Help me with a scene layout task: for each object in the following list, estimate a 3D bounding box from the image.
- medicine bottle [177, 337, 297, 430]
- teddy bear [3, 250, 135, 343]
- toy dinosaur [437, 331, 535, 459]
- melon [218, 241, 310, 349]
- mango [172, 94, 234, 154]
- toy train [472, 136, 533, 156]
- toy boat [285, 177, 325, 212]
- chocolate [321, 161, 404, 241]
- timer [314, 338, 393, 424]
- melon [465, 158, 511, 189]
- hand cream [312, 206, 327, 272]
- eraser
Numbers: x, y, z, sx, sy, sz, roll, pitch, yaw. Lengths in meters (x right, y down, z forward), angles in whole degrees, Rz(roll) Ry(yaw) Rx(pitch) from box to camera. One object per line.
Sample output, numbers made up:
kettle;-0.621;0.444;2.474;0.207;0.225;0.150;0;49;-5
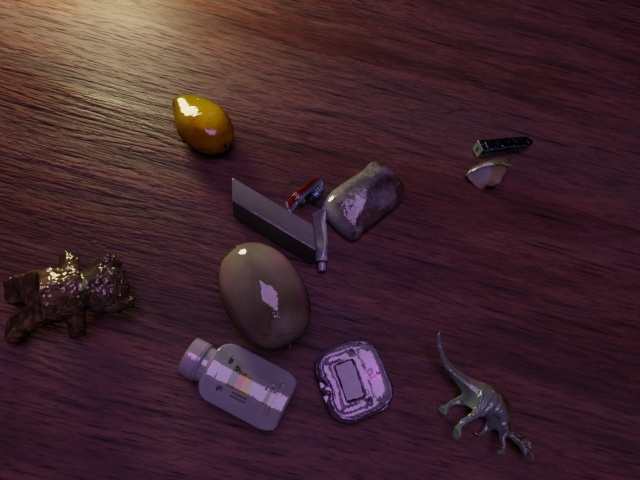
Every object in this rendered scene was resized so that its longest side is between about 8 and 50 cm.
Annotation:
medicine bottle;-0.220;0.370;1.148;0.296;0.111;0.161;27;64;6
teddy bear;-0.686;0.149;1.182;0.296;0.222;0.246;-25;71;29
toy dinosaur;0.418;0.444;1.211;0.205;0.092;0.393;-20;68;-16
melon;-0.153;0.151;1.198;0.223;0.223;0.317;-24;70;-18
mango;-0.408;-0.403;1.493;0.176;0.119;0.317;-32;64;-18
toy train;0.697;-0.357;1.653;0.234;0.051;0.052;-8;66;-15
toy boat;-0.051;-0.142;1.438;0.059;0.069;0.173;48;61;1
chocolate;0.149;-0.147;1.457;0.303;0.100;0.185;-41;79;-19
timer;0.093;0.388;1.206;0.191;0.069;0.208;-18;70;-13
melon;0.637;-0.252;1.565;0.202;0.139;0.093;-22;92;-19
hand cream;-0.002;0.000;1.392;0.052;0.038;0.216;-8;66;13
eraser;-0.149;-0.060;1.362;0.352;0.111;0.077;31;63;8
